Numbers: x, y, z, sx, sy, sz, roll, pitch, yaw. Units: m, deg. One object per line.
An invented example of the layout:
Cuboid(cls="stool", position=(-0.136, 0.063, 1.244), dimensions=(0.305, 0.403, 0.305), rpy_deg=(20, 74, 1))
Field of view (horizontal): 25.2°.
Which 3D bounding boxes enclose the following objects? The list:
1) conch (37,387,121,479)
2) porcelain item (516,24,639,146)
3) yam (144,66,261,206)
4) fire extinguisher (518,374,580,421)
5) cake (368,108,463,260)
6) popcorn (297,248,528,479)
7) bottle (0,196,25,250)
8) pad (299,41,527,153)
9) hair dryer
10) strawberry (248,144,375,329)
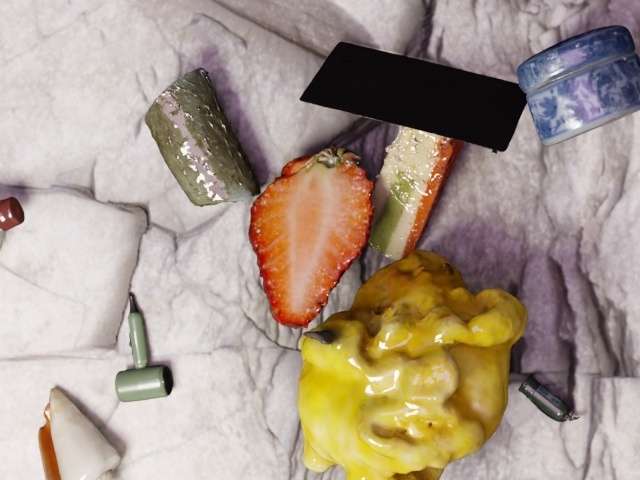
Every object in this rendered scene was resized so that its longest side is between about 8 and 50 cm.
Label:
Cuboid(cls="conch", position=(-0.344, 0.292, 1.972), dimensions=(0.176, 0.094, 0.104), rpy_deg=(47, 143, 9))
Cuboid(cls="porcelain item", position=(0.319, -0.190, 1.735), dimensions=(0.147, 0.147, 0.114), rpy_deg=(-22, 90, 15))
Cuboid(cls="yam", position=(-0.157, -0.123, 1.881), dimensions=(0.107, 0.107, 0.183), rpy_deg=(-28, 90, 15))
Cuboid(cls="fire extinguisher", position=(0.294, 0.210, 1.846), dimensions=(0.083, 0.025, 0.038), rpy_deg=(37, 140, 7))
Cuboid(cls="cake", position=(0.126, -0.091, 1.847), dimensions=(0.086, 0.117, 0.220), rpy_deg=(27, 134, 11))
Cuboid(cls="popcorn", position=(0.088, 0.162, 1.767), dimensions=(0.297, 0.281, 0.316), rpy_deg=(13, 78, 49))
Cuboid(cls="bottle", position=(-0.522, -0.003, 1.976), dimensions=(0.245, 0.104, 0.104), rpy_deg=(-18, 91, 15))
Cuboid(cls="pad", position=(0.122, -0.181, 1.784), dimensions=(0.265, 0.159, 0.009), rpy_deg=(16, 130, 13))
Cuboid(cls="hair dryer", position=(-0.248, 0.145, 1.965), dimensions=(0.071, 0.047, 0.150), rpy_deg=(-10, 83, 12))
Cuboid(cls="strawberry", position=(-0.006, -0.002, 1.843), dimensions=(0.175, 0.107, 0.236), rpy_deg=(30, 87, 29))
